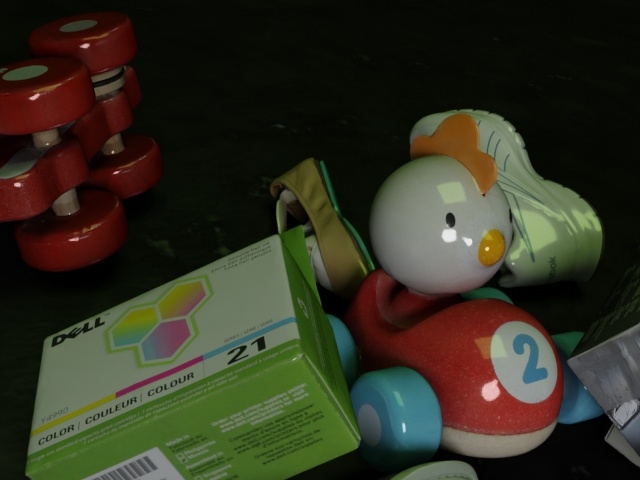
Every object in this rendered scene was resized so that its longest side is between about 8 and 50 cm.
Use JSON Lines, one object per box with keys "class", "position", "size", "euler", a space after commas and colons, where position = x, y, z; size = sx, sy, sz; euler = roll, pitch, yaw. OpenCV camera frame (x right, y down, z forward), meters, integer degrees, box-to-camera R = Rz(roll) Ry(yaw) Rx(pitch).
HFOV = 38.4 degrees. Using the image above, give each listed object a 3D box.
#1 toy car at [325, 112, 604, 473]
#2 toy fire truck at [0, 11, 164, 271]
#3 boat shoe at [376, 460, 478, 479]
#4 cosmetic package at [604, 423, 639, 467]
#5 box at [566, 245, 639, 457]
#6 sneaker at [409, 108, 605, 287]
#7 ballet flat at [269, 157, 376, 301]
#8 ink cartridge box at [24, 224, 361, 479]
{"class": "toy car", "position": [0.104, 0.024, 0.713], "size": [0.219, 0.238, 0.210], "euler": [-7, 20, -31]}
{"class": "toy fire truck", "position": [-0.300, -0.097, 0.867], "size": [0.254, 0.169, 0.302], "euler": [-2, 30, 9]}
{"class": "boat shoe", "position": [0.002, 0.205, 0.550], "size": [0.091, 0.114, 0.302], "euler": [-5, 1, 36]}
{"class": "cosmetic package", "position": [0.307, 0.157, 0.801], "size": [0.115, 0.041, 0.060], "euler": [-20, 46, -42]}
{"class": "box", "position": [0.344, 0.110, 0.748], "size": [0.242, 0.076, 0.307], "euler": [53, 38, 2]}
{"class": "sneaker", "position": [0.180, -0.056, 1.023], "size": [0.129, 0.111, 0.297], "euler": [-12, 40, -26]}
{"class": "ballet flat", "position": [0.000, 0.000, 0.914], "size": [0.073, 0.080, 0.232], "euler": [-21, 36, -2]}
{"class": "ink cartridge box", "position": [-0.095, 0.065, 0.660], "size": [0.189, 0.097, 0.255], "euler": [-24, 36, 6]}
